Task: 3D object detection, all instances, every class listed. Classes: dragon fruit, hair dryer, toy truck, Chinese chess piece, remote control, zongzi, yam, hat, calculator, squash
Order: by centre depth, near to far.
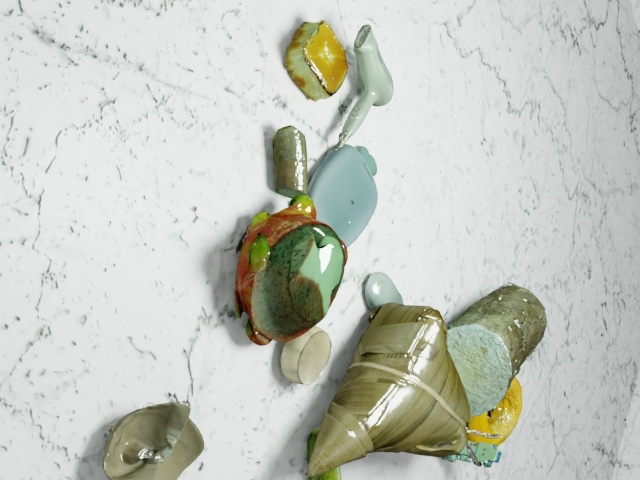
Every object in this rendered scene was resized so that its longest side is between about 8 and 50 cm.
[{"bbox_3d":[-0.284,0.359,1.355,0.166,0.144,0.173,-61,179,-31],"label":"hat"},{"bbox_3d":[-0.052,0.061,1.535,0.268,0.130,0.295,9,96,-43],"label":"dragon fruit"},{"bbox_3d":[-0.058,-0.151,1.582,0.070,0.070,0.146,-12,101,-51],"label":"yam"},{"bbox_3d":[-0.030,0.230,1.643,0.122,0.051,0.122,-31,129,-47],"label":"Chinese chess piece"},{"bbox_3d":[0.074,-0.296,1.696,0.237,0.075,0.206,-65,156,-18],"label":"hair dryer"},{"bbox_3d":[0.012,0.507,1.721,0.069,0.069,0.238,-19,107,-49],"label":"squash"},{"bbox_3d":[0.053,-0.098,1.726,0.299,0.041,0.185,-54,127,-40],"label":"calculator"},{"bbox_3d":[0.161,0.450,1.803,0.467,0.218,0.500,-50,132,-29],"label":"zongzi"},{"bbox_3d":[0.171,0.169,1.911,0.097,0.045,0.256,-58,136,-27],"label":"remote control"},{"bbox_3d":[0.376,0.535,2.096,0.081,0.175,0.067,49,57,-34],"label":"toy truck"},{"bbox_3d":[0.450,0.269,2.128,0.348,0.241,0.241,-34,118,-49],"label":"yam"}]

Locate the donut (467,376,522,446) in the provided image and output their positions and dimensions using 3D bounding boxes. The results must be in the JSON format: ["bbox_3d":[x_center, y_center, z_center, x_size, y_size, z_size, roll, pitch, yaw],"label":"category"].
[{"bbox_3d":[0.455,0.461,2.248,0.253,0.118,0.253,-11,107,-37],"label":"donut"}]

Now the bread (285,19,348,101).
[{"bbox_3d":[-0.004,-0.361,1.628,0.140,0.069,0.128,49,55,-38],"label":"bread"}]
